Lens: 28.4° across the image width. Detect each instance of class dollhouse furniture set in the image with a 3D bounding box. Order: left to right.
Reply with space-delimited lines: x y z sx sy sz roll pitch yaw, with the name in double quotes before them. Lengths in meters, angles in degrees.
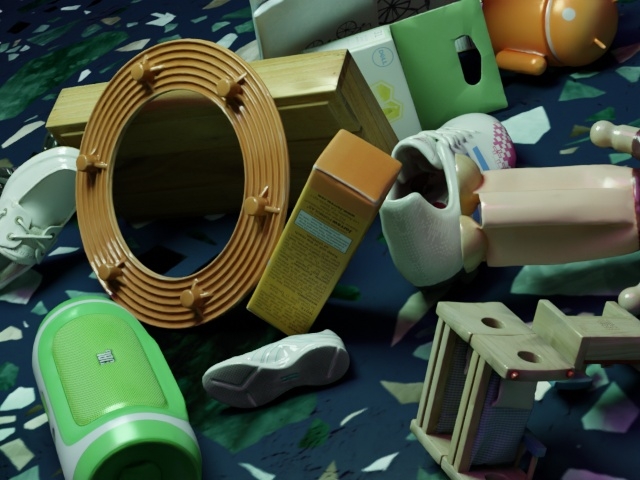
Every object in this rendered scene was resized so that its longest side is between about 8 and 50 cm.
"dollhouse furniture set" 0.197 0.137 1.091 0.184 0.129 0.129 1 22 -23

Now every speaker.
"speaker" -0.207 0.166 1.257 0.131 0.131 0.296 -26 30 -9

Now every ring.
"ring" -0.173 -0.066 1.457 0.337 0.336 0.032 5 3 38

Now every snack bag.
"snack bag" 0.071 -0.287 1.663 0.342 0.323 0.037 -30 63 -12

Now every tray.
"tray" -0.118 -0.120 1.587 0.411 0.203 0.076 -3 52 28

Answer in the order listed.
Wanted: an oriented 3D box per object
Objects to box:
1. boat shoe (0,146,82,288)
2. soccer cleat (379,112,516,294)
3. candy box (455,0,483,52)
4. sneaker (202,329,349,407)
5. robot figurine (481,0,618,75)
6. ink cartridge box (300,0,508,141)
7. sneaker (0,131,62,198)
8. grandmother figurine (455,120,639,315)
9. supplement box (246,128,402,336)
"boat shoe" -0.381 -0.007 1.628 0.277 0.098 0.096 -43 38 28
"soccer cleat" 0.142 -0.082 1.417 0.116 0.143 0.331 -17 28 25
"candy box" 0.239 -0.330 1.871 0.187 0.053 0.109 -10 31 15
"sneaker" -0.045 0.130 1.297 0.152 0.053 0.061 -13 21 2
"robot figurine" 0.305 -0.299 1.700 0.219 0.128 0.158 12 26 44
"ink cartridge box" 0.110 -0.193 1.603 0.235 0.171 0.056 -16 32 8
"sneaker" -0.384 -0.075 1.799 0.286 0.109 0.130 -30 -14 14
"grandmother figurine" 0.309 -0.028 1.239 0.342 0.207 0.104 -6 -13 9
"supplement box" 0.000 0.000 1.304 0.080 0.233 0.078 29 44 4
